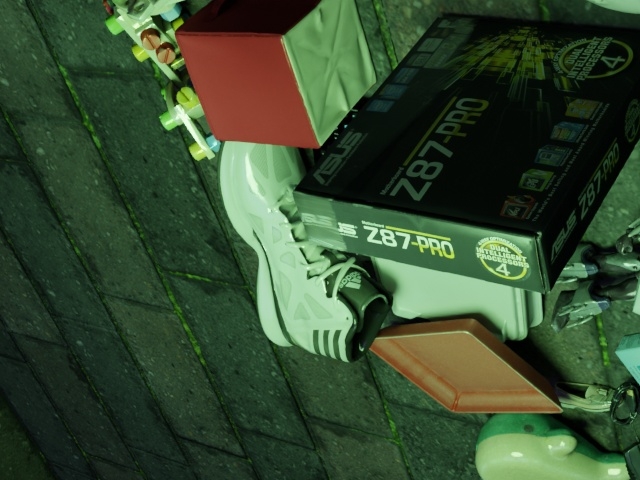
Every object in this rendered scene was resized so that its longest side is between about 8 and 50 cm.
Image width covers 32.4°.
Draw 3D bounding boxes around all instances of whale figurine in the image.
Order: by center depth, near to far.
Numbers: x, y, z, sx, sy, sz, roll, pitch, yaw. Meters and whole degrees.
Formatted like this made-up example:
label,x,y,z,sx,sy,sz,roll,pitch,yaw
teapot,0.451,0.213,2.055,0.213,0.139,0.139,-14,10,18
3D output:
label,x,y,z,sx,sy,sz,roll,pitch,yaw
whale figurine,0.409,0.368,1.923,0.272,0.141,0.216,8,144,3

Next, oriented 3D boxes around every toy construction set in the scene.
label,x,y,z,sx,sy,sz,roll,pitch,yaw
toy construction set,-0.235,-0.296,1.688,0.151,0.215,0.327,-19,139,1

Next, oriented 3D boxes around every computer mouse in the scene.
label,x,y,z,sx,sy,sz,roll,pitch,yaw
computer mouse,0.522,0.327,1.796,0.071,0.041,0.242,-23,121,6

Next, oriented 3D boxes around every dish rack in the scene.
label,x,y,z,sx,sy,sz,roll,pitch,yaw
dish rack,0.199,0.050,1.722,0.285,0.072,0.333,13,150,22

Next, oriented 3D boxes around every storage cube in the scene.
label,x,y,z,sx,sy,sz,roll,pitch,yaw
storage cube,-0.059,-0.262,1.592,0.193,0.183,0.215,8,133,34

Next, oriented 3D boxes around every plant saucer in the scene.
label,x,y,z,sx,sy,sz,roll,pitch,yaw
plant saucer,0.239,0.207,1.837,0.258,0.047,0.259,39,152,-28

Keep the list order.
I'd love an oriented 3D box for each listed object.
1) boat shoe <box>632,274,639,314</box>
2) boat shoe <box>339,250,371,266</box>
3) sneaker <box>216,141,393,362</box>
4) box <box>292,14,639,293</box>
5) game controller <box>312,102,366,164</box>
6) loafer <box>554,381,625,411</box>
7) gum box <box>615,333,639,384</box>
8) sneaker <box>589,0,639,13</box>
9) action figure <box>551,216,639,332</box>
label,x,y,z,sx,sy,sz,roll,pitch,yaw
boat shoe,0.469,-0.002,1.415,0.076,0.083,0.226,18,105,13
boat shoe,0.067,0.015,1.887,0.184,0.066,0.063,-18,115,39
sneaker,0.001,0.000,1.764,0.257,0.169,0.447,15,129,42
box,0.203,-0.123,1.329,0.318,0.395,0.097,12,138,35
game controller,0.123,-0.125,1.676,0.319,0.067,0.166,13,137,31
loafer,0.442,0.256,1.822,0.125,0.045,0.039,-6,118,48
gum box,0.564,0.197,1.651,0.157,0.041,0.184,51,144,-14
sneaker,0.293,-0.312,1.302,0.212,0.094,0.080,28,141,15
action figure,0.451,0.050,1.548,0.285,0.099,0.185,-16,105,44
